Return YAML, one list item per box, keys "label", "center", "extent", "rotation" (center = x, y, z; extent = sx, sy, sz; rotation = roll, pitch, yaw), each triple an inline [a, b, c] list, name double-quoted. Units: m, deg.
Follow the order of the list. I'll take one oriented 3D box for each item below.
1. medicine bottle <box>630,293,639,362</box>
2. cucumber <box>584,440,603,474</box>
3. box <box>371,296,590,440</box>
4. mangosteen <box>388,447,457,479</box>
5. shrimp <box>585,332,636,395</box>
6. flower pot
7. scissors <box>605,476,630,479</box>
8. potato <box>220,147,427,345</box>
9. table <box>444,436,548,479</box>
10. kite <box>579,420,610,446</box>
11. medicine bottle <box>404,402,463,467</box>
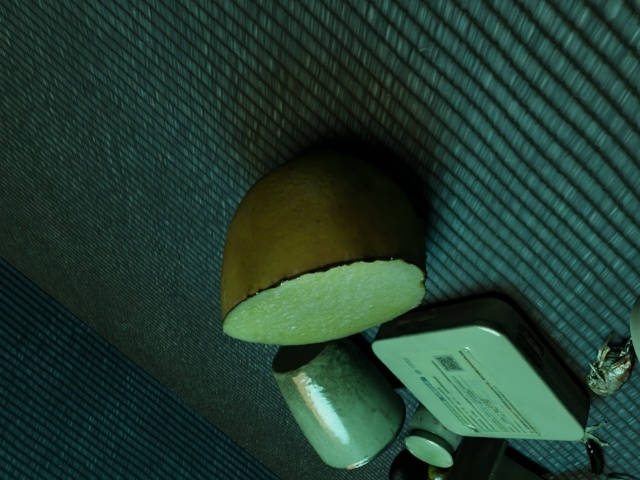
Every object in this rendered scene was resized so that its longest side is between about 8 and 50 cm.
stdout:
- label: "medicine bottle"
  center: [0.614, 0.128, 0.743]
  extent: [0.237, 0.238, 0.232]
  rotation: [36, 145, -1]
- label: "cucumber"
  center: [0.682, 0.541, 1.317]
  extent: [0.034, 0.033, 0.135]
  rotation: [-22, 126, 4]
- label: "box"
  center: [0.364, 0.318, 1.257]
  extent: [0.396, 0.111, 0.396]
  rotation: [48, 142, -16]
- label: "mangosteen"
  center: [0.355, 0.747, 1.630]
  extent: [0.274, 0.275, 0.302]
  rotation: [33, 124, 2]
- label: "shrimp"
  center: [0.577, 0.247, 1.049]
  extent: [0.073, 0.074, 0.190]
  rotation: [38, 154, 31]
- label: "flower pot"
  center: [0.037, 0.419, 1.485]
  extent: [0.293, 0.294, 0.330]
  rotation: [-14, 117, 46]
- label: "scissors"
  center: [0.859, 0.657, 1.299]
  extent: [0.288, 0.041, 0.138]
  rotation: [10, 138, 35]
- label: "potato"
  center: [0.000, 0.000, 1.062]
  extent: [0.385, 0.320, 0.442]
  rotation: [10, 150, -39]
- label: "table"
  center: [0.498, 0.657, 1.390]
  extent: [0.250, 0.196, 0.282]
  rotation: [32, 162, 6]
- label: "kite"
  center: [0.638, 0.462, 1.285]
  extent: [0.139, 0.011, 0.157]
  rotation: [30, 144, 3]
- label: "medicine bottle"
  center: [0.327, 0.547, 1.510]
  extent: [0.147, 0.143, 0.147]
  rotation: [21, 140, 18]
